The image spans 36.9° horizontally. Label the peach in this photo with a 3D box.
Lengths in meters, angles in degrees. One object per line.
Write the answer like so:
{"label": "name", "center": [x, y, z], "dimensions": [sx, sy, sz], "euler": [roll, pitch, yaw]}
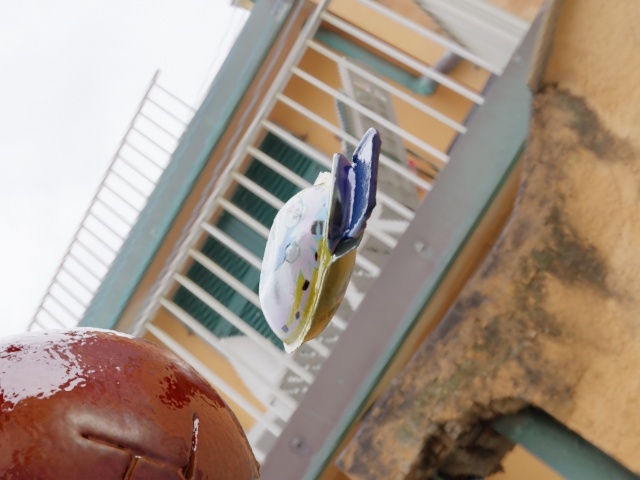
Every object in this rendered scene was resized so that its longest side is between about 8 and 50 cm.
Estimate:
{"label": "peach", "center": [-0.145, 0.156, 0.583], "dimensions": [0.226, 0.196, 0.190], "euler": [18, -72, -32]}

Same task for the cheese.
{"label": "cheese", "center": [0.000, 0.000, 0.756], "dimensions": [0.250, 0.064, 0.157], "euler": [124, 155, -57]}
